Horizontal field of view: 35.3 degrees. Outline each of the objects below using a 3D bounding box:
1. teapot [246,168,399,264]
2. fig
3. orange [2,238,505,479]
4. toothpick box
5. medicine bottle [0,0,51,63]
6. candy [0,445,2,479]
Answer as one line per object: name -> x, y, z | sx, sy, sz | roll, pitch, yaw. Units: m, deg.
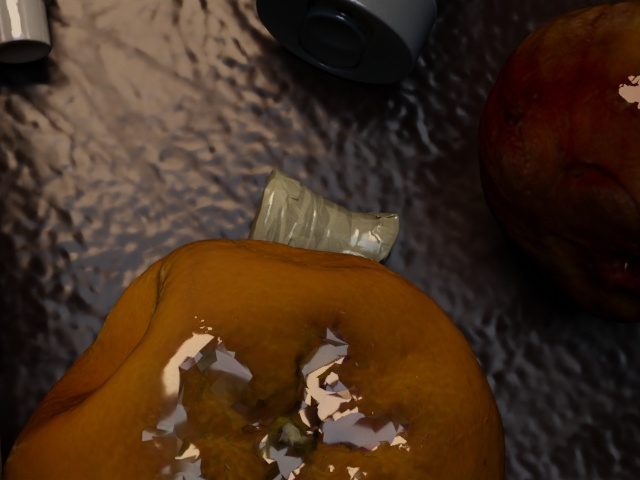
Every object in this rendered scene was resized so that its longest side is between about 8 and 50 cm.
teapot -> 0.000, 0.000, 0.582 | 0.083, 0.057, 0.067 | 15, 112, -8
fig -> 0.211, -0.068, 0.590 | 0.190, 0.190, 0.290 | 48, 41, 3
orange -> -0.022, 0.115, 0.479 | 0.249, 0.183, 0.249 | 3, 76, -12
toothpick box -> 0.036, -0.184, 0.598 | 0.101, 0.101, 0.153 | 24, 75, -3
medicine bottle -> -0.205, -0.210, 0.596 | 0.092, 0.061, 0.220 | -13, 80, 14
candy -> -0.213, -0.001, 0.407 | 0.145, 0.208, 0.358 | -7, 48, -15
